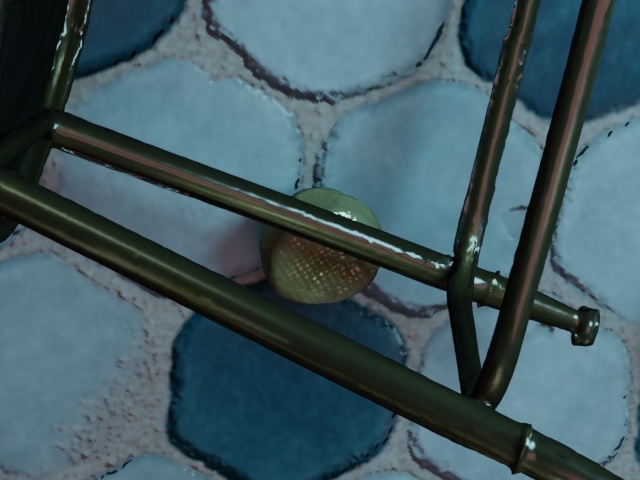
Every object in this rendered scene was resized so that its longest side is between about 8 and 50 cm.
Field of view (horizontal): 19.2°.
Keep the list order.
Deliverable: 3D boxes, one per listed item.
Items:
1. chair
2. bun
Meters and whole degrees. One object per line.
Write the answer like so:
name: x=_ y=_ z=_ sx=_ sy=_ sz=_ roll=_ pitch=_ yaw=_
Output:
chair: x=0.013 y=-0.107 z=1.042 sx=0.410 sy=0.364 sz=0.362 roll=13 pitch=103 yaw=0
bun: x=0.000 y=0.000 z=1.262 sx=0.086 sy=0.055 sz=0.086 roll=-5 pitch=125 yaw=-7
